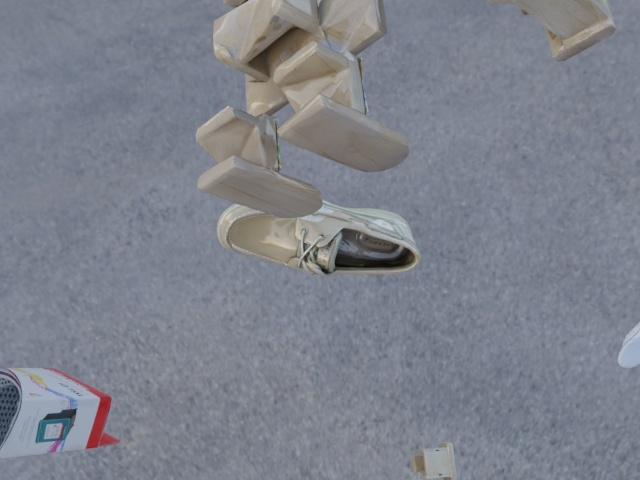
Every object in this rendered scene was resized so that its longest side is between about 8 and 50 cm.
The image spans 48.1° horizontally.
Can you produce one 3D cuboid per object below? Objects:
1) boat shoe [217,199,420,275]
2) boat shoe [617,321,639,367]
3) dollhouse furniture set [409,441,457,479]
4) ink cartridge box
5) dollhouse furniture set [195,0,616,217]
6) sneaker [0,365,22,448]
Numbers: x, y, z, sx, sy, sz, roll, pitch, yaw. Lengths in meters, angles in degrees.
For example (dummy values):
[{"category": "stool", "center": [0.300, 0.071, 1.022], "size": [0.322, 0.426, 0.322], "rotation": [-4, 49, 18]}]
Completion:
[{"category": "boat shoe", "center": [0.000, 0.000, 1.065], "size": [0.302, 0.109, 0.098], "rotation": [6, 26, -13]}, {"category": "boat shoe", "center": [0.479, 0.154, 1.091], "size": [0.035, 0.035, 0.100], "rotation": [43, 73, -4]}, {"category": "dollhouse furniture set", "center": [0.189, 0.399, 1.126], "size": [0.101, 0.182, 0.160], "rotation": [-1, 75, -12]}, {"category": "ink cartridge box", "center": [-0.385, 0.227, 0.971], "size": [0.134, 0.231, 0.078], "rotation": [16, 89, 30]}, {"category": "dollhouse furniture set", "center": [0.070, -0.253, 0.806], "size": [0.394, 0.257, 0.362], "rotation": [-27, 59, 40]}, {"category": "sneaker", "center": [-0.267, 0.174, 0.457], "size": [0.112, 0.120, 0.299], "rotation": [-10, 20, 8]}]
